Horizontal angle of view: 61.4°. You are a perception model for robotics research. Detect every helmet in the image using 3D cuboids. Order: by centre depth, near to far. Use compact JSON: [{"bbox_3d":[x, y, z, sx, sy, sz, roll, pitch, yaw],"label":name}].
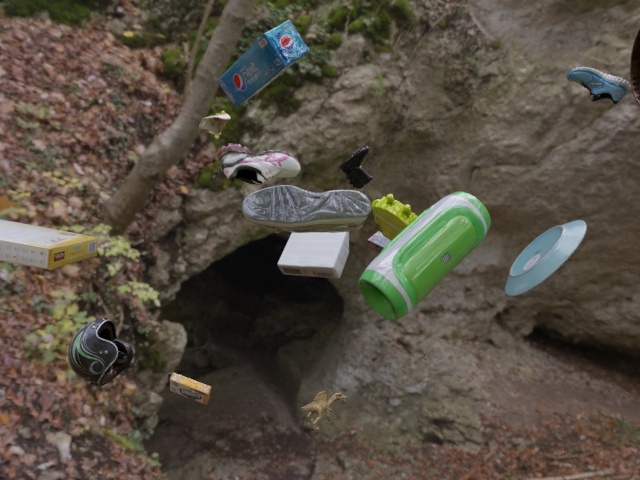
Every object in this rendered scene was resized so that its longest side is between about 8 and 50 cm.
[{"bbox_3d":[-0.649,0.321,1.574,0.161,0.169,0.169,38,10,11],"label":"helmet"}]

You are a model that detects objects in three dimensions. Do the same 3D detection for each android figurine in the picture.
[{"bbox_3d":[0.244,-0.036,1.593,0.248,0.056,0.273,37,-16,34],"label":"android figurine"}]

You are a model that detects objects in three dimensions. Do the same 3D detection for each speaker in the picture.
[{"bbox_3d":[0.216,0.027,1.105,0.131,0.296,0.131,41,-22,21],"label":"speaker"}]

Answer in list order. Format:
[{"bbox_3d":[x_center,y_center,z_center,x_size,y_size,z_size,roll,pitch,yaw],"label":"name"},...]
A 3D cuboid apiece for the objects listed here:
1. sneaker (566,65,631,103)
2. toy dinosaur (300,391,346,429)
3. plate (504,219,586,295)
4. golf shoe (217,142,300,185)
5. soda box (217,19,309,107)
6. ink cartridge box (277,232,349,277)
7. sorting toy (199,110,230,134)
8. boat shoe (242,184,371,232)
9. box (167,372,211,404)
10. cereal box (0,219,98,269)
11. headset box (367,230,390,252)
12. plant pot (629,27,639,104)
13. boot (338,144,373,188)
[{"bbox_3d":[0.734,-0.413,1.443,0.162,0.073,0.063,33,12,32],"label":"sneaker"},{"bbox_3d":[-0.009,0.445,1.426,0.053,0.093,0.183,18,12,41],"label":"toy dinosaur"},{"bbox_3d":[0.402,0.026,0.986,0.024,0.188,0.188,43,9,0],"label":"plate"},{"bbox_3d":[-0.120,-0.142,1.108,0.185,0.067,0.086,0,55,-34],"label":"golf shoe"},{"bbox_3d":[-0.116,-0.334,1.037,0.210,0.071,0.067,-14,-65,55],"label":"soda box"},{"bbox_3d":[0.000,0.000,1.592,0.188,0.233,0.066,2,-42,29],"label":"ink cartridge box"},{"bbox_3d":[-0.324,-0.357,1.622,0.075,0.083,0.045,-14,73,-38],"label":"sorting toy"},{"bbox_3d":[-0.035,-0.064,1.343,0.319,0.103,0.118,-3,55,-15],"label":"boat shoe"},{"bbox_3d":[-0.392,0.435,1.593,0.136,0.081,0.028,19,49,1],"label":"box"},{"bbox_3d":[-0.595,0.004,1.067,0.239,0.048,0.173,9,9,6],"label":"cereal box"},{"bbox_3d":[0.199,0.007,1.787,0.083,0.032,0.062,27,47,33],"label":"headset box"},{"bbox_3d":[0.888,-0.426,1.252,0.230,0.216,0.215,-3,6,6],"label":"plant pot"},{"bbox_3d":[0.125,-0.223,1.664,0.099,0.121,0.045,49,24,-13],"label":"boot"}]
